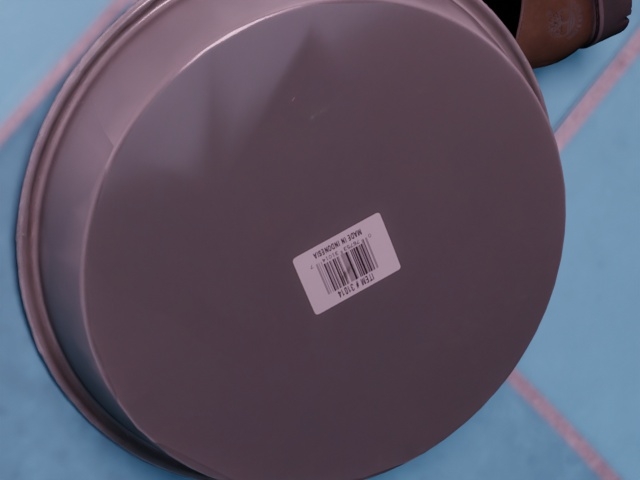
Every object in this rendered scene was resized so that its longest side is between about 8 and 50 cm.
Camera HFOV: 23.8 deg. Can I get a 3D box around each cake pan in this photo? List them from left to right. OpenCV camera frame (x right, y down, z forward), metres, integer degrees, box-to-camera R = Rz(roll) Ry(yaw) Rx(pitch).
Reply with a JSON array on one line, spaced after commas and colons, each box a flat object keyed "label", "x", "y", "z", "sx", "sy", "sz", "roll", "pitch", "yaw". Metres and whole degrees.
[{"label": "cake pan", "x": 0.000, "y": 0.000, "z": 0.755, "sx": 0.293, "sy": 0.054, "sz": 0.293, "roll": -8, "pitch": 111, "yaw": -21}]

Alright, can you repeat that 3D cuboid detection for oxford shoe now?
[{"label": "oxford shoe", "x": 0.087, "y": -0.189, "z": 0.771, "sx": 0.096, "sy": 0.083, "sz": 0.227, "roll": -28, "pitch": 113, "yaw": -17}]
